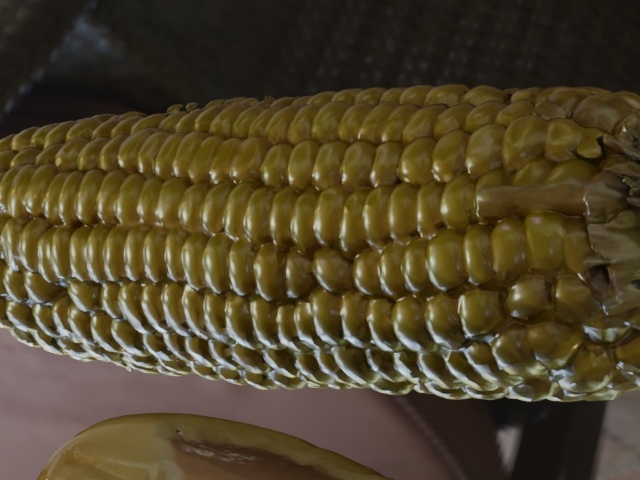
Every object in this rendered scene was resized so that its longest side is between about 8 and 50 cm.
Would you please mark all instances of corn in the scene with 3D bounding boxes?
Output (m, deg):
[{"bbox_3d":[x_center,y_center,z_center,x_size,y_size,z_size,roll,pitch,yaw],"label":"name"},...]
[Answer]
[{"bbox_3d":[0.000,0.000,0.650,0.317,0.115,0.115,0,143,32],"label":"corn"}]

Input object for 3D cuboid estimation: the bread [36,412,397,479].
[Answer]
[{"bbox_3d":[-0.049,0.207,0.568,0.142,0.305,0.091,15,178,24],"label":"bread"}]
